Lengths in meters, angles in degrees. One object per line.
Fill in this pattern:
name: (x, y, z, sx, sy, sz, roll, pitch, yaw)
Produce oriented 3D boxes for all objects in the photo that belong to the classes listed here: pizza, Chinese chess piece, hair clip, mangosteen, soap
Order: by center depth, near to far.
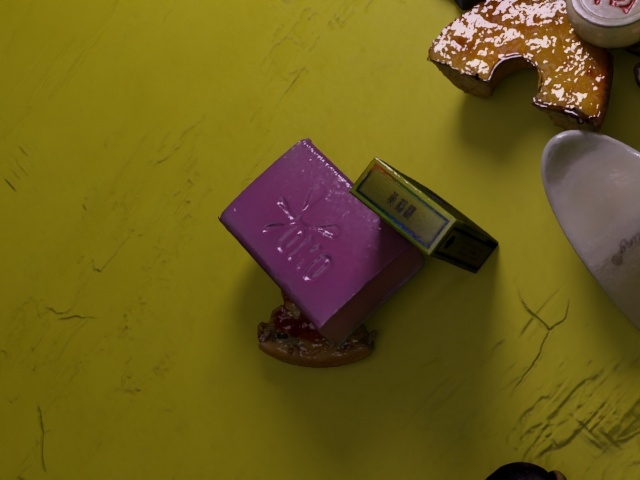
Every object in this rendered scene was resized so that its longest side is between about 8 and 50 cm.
Chinese chess piece: (0.372, -0.302, 1.299, 0.122, 0.051, 0.122, -6, 66, 13)
hair clip: (0.398, -0.021, 1.302, 0.172, 0.113, 0.282, -43, 70, 15)
mangosteen: (0.277, 0.351, 1.320, 0.151, 0.137, 0.137, -6, 80, -11)
soap: (-0.001, -0.001, 1.455, 0.181, 0.081, 0.259, -42, 58, 0)
pizza: (-0.009, 0.086, 1.505, 0.188, 0.062, 0.198, -4, 81, 22)

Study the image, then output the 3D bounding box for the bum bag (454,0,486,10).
bum bag: (0.176, -0.478, 1.477, 0.142, 0.080, 0.326, -41, 73, 23)

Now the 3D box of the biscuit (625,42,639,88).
biscuit: (0.504, -0.325, 1.316, 0.367, 0.063, 0.314, 25, 99, 26)

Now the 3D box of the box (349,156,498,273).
box: (0.141, -0.029, 1.360, 0.141, 0.220, 0.064, 41, 101, 24)

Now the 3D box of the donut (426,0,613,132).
donut: (0.293, -0.245, 1.374, 0.259, 0.101, 0.152, 29, 85, 29)
